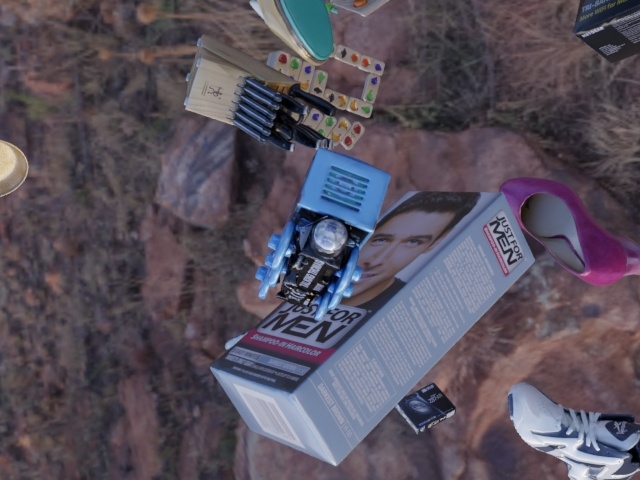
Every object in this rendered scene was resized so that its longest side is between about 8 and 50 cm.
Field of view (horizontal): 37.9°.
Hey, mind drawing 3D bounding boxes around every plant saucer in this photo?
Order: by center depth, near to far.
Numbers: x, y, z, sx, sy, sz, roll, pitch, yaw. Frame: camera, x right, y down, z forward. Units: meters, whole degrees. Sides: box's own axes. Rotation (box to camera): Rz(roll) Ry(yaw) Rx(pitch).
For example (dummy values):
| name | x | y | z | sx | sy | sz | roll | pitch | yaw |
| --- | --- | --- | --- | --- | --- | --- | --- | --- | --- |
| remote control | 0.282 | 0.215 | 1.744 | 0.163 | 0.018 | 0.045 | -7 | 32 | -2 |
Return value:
| name | x | y | z | sx | sy | sz | roll | pitch | yaw |
| --- | --- | --- | --- | --- | --- | --- | --- | --- | --- |
| plant saucer | -0.350 | -0.079 | 0.975 | 0.083 | 0.083 | 0.015 | -61 | 39 | 37 |

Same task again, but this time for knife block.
| name | x | y | z | sx | sy | sz | roll | pitch | yaw |
| --- | --- | --- | --- | --- | --- | --- | --- | --- | --- |
| knife block | -0.093 | -0.233 | 1.509 | 0.276 | 0.242 | 0.088 | -107 | 36 | -66 |

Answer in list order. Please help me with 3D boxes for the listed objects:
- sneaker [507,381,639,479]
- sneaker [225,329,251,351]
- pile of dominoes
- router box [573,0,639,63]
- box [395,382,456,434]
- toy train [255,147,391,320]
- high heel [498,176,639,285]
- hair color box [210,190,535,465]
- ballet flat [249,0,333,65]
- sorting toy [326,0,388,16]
| name | x | y | z | sx | sy | sz | roll | pitch | yaw |
| --- | --- | --- | --- | --- | --- | --- | --- | --- | --- |
| sneaker | 0.405 | 0.282 | 1.404 | 0.235 | 0.094 | 0.153 | 49 | 130 | -9 |
| sneaker | -0.002 | 0.178 | 1.354 | 0.107 | 0.275 | 0.110 | 141 | 135 | -63 |
| pile of dominoes | 0.008 | -0.289 | 1.794 | 0.040 | 0.251 | 0.196 | 14 | 89 | 60 |
| router box | 0.456 | -0.369 | 1.083 | 0.308 | 0.081 | 0.243 | -16 | 52 | 55 |
| box | 0.182 | 0.289 | 1.607 | 0.067 | 0.083 | 0.018 | 49 | 150 | 38 |
| toy train | 0.000 | 0.000 | 0.779 | 0.184 | 0.080 | 0.105 | 120 | 172 | -71 |
| high heel | 0.288 | -0.016 | 1.175 | 0.244 | 0.117 | 0.082 | 45 | 126 | 42 |
| hair color box | 0.068 | 0.088 | 1.137 | 0.185 | 0.374 | 0.114 | 5 | 130 | 55 |
| ballet flat | -0.058 | -0.300 | 1.035 | 0.073 | 0.080 | 0.232 | -1 | 125 | 41 |
| sorting toy | 0.042 | -0.302 | 1.172 | 0.062 | 0.083 | 0.012 | 34 | 150 | 34 |
